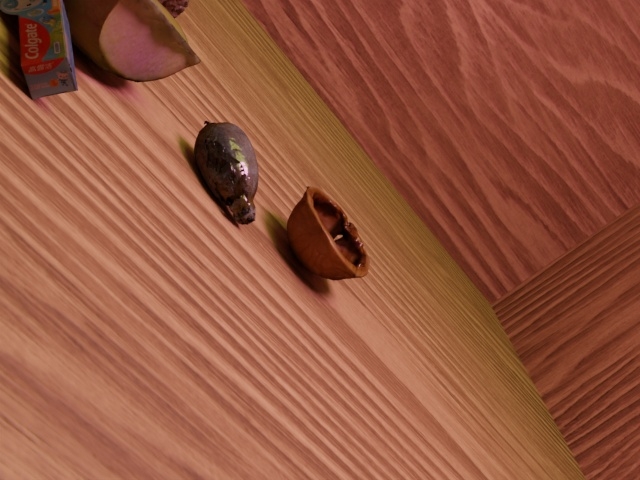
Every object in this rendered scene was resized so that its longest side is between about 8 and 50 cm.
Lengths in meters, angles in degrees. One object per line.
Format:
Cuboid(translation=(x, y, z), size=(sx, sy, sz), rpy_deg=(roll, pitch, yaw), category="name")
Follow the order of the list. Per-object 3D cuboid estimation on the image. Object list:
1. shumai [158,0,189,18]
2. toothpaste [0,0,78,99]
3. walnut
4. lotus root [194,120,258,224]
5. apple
Cuboid(translation=(-0.290, -0.410, 1.509), size=(0.175, 0.166, 0.206), rpy_deg=(46, -14, 6), category="shumai")
Cuboid(translation=(-0.312, -0.220, 1.104), size=(0.193, 0.070, 0.044), rpy_deg=(-113, -168, -50), category="toothpaste")
Cuboid(translation=(-0.002, 0.001, 1.605), size=(0.167, 0.087, 0.211), rpy_deg=(62, 14, 9), category="walnut")
Cuboid(translation=(-0.129, -0.102, 1.425), size=(0.088, 0.088, 0.165), rpy_deg=(32, 34, -62), category="lotus root")
Cuboid(translation=(-0.281, -0.298, 1.292), size=(0.193, 0.120, 0.265), rpy_deg=(41, -2, 15), category="apple")
